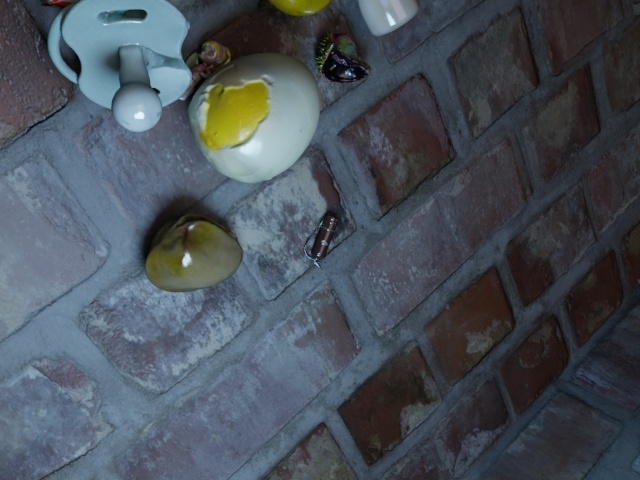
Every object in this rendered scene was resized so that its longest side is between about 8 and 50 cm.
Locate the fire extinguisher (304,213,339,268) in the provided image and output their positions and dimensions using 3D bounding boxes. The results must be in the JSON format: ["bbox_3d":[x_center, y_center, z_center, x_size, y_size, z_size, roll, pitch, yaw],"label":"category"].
[{"bbox_3d":[0.000,0.000,1.791,0.078,0.045,0.157,20,93,-8],"label":"fire extinguisher"}]

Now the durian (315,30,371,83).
[{"bbox_3d":[0.045,-0.501,1.660,0.187,0.119,0.108,14,57,-47],"label":"durian"}]

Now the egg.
[{"bbox_3d":[-0.145,-0.297,1.456,0.345,0.283,0.283,-44,123,-21],"label":"egg"}]

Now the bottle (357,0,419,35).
[{"bbox_3d":[0.151,-0.686,1.639,0.147,0.148,0.236,-42,115,-17],"label":"bottle"}]

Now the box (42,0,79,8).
[{"bbox_3d":[-0.497,-0.564,1.256,0.133,0.099,0.182,-4,107,-34],"label":"box"}]

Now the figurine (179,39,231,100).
[{"bbox_3d":[-0.285,-0.404,1.466,0.083,0.083,0.187,43,72,-35],"label":"figurine"}]

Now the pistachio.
[{"bbox_3d":[-0.308,0.047,1.529,0.212,0.163,0.260,-46,140,10],"label":"pistachio"}]

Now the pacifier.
[{"bbox_3d":[-0.399,-0.339,1.253,0.288,0.269,0.343,-9,151,-10],"label":"pacifier"}]

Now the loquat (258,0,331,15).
[{"bbox_3d":[-0.062,-0.641,1.476,0.213,0.246,0.213,32,42,-33],"label":"loquat"}]
